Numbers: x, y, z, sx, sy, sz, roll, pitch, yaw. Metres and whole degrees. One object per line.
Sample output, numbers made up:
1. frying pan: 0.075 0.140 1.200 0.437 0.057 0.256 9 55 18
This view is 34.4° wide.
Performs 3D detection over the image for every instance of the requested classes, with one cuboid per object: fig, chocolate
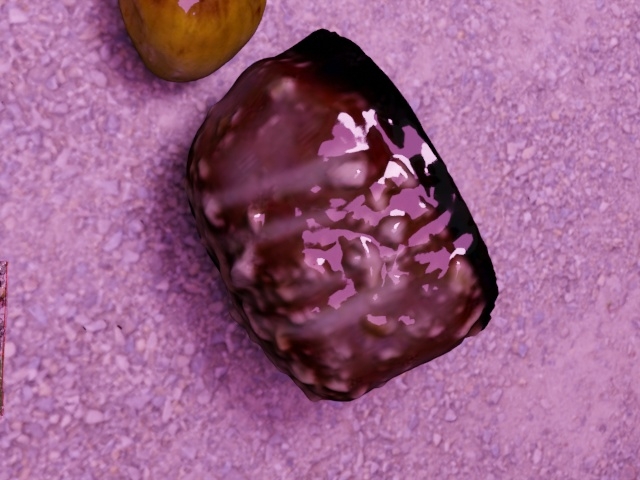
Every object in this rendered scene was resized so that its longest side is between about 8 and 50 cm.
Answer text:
1. fig: -0.118 -0.221 0.936 0.136 0.121 0.153 24 83 -19
2. chocolate: 0.000 0.000 0.954 0.210 0.225 0.340 -32 106 -11

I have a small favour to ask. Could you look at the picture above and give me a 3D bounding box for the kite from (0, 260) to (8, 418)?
1. kite: -0.363 0.106 0.905 0.198 0.006 0.244 45 75 -20
